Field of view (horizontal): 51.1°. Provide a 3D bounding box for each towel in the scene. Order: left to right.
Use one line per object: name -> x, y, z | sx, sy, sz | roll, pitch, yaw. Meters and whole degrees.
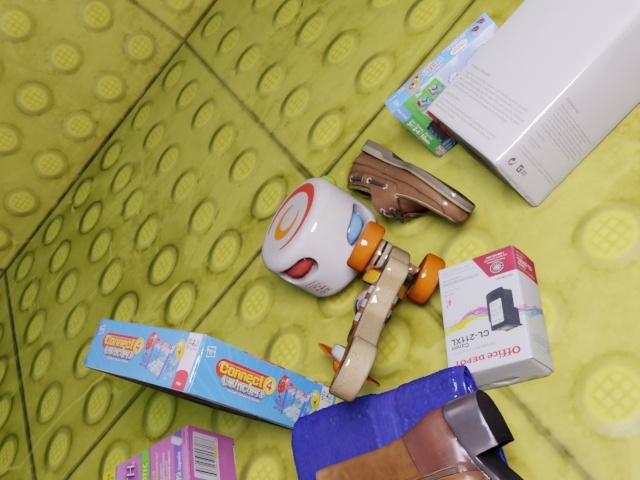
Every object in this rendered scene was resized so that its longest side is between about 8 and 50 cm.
towel -> 0.109, 0.322, 0.934 | 0.308, 0.076, 0.227 | -25, 66, 29

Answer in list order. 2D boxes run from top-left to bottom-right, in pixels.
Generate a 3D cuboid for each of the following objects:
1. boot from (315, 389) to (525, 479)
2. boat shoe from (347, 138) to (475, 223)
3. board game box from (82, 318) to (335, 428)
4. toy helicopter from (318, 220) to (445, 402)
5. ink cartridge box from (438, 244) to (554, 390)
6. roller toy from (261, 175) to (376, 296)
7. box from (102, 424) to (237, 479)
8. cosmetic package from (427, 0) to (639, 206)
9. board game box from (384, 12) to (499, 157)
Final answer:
boot -> 0.130, 0.355, 0.807 | 0.280, 0.096, 0.264 | -38, 63, 24
boat shoe -> 0.148, -0.078, 1.162 | 0.104, 0.111, 0.307 | -57, 31, 6
board game box -> -0.185, 0.231, 1.128 | 0.308, 0.302, 0.086 | 0, 66, 43
toy helicopter -> 0.061, 0.135, 0.991 | 0.235, 0.140, 0.355 | -62, -3, 23
ink cartridge box -> 0.247, 0.113, 0.960 | 0.127, 0.072, 0.175 | -23, 51, 32
roller toy -> 0.000, 0.000, 1.201 | 0.209, 0.146, 0.191 | -56, 23, 6
box -> -0.270, 0.483, 1.191 | 0.243, 0.117, 0.213 | -34, 46, 25
cosmetic package -> 0.369, -0.261, 1.016 | 0.365, 0.155, 0.197 | -46, 43, 11
board game box -> 0.237, -0.255, 1.134 | 0.211, 0.160, 0.039 | -41, 44, 18
